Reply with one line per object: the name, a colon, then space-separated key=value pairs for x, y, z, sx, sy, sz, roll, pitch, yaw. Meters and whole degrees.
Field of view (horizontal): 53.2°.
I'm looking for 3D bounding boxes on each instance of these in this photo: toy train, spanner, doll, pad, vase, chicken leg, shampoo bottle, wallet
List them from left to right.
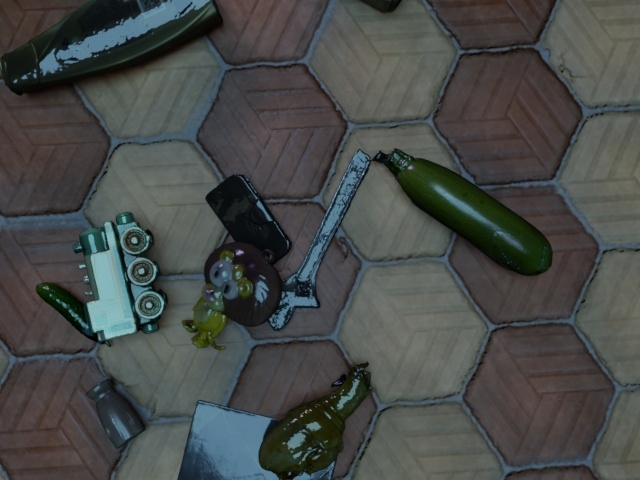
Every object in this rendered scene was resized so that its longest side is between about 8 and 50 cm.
shampoo bottle: x=-0.336 y=-0.330 z=1.019 sx=0.350 sy=0.084 sz=0.125 roll=-25 pitch=85 yaw=-1
vase: x=-0.323 y=0.270 z=1.003 sx=0.053 sy=0.053 sz=0.100 roll=-35 pitch=84 yaw=-2
toy train: x=-0.311 y=0.057 z=0.992 sx=0.125 sy=0.081 sz=0.193 roll=-14 pitch=89 yaw=-15
doll: x=-0.135 y=0.090 z=0.982 sx=0.145 sy=0.096 sz=0.188 roll=25 pitch=90 yaw=34
wallet: x=-0.115 y=-0.029 z=1.029 sx=0.082 sy=0.018 sz=0.156 roll=-34 pitch=88 yaw=18
pad: x=-0.100 y=0.362 z=1.023 sx=0.243 sy=0.004 sz=0.163 roll=13 pitch=87 yaw=1
spanner: x=0.000 y=0.000 z=1.034 sx=0.093 sy=0.026 sz=0.325 roll=26 pitch=85 yaw=2
chicken leg: x=0.005 y=0.286 z=0.990 sx=0.228 sy=0.088 sz=0.103 roll=-38 pitch=76 yaw=-10

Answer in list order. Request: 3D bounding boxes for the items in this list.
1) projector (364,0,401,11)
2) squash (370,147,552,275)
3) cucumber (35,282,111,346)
projector: x=0.105 y=-0.532 z=1.030 sx=0.194 sy=0.088 sz=0.269 roll=30 pitch=87 yaw=-2
squash: x=0.226 y=-0.050 z=1.008 sx=0.332 sy=0.087 sz=0.087 roll=36 pitch=87 yaw=3
cucumber: x=-0.390 y=0.116 z=1.019 sx=0.155 sy=0.037 sz=0.037 roll=41 pitch=88 yaw=1
